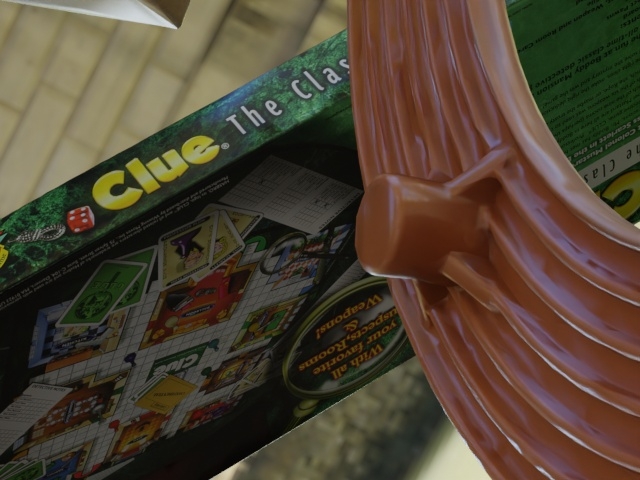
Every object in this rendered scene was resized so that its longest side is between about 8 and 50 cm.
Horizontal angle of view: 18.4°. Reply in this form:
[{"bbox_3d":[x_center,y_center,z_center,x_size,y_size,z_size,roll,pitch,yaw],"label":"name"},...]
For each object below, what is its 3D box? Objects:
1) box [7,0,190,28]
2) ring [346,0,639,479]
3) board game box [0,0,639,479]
[{"bbox_3d":[-0.147,-0.126,0.561,0.201,0.164,0.021,45,-117,-55],"label":"box"},{"bbox_3d":[0.071,-0.108,0.327,0.336,0.032,0.336,-172,90,-68],"label":"ring"},{"bbox_3d":[0.000,0.000,0.608,0.260,0.030,0.136,-30,-40,-16],"label":"board game box"}]
